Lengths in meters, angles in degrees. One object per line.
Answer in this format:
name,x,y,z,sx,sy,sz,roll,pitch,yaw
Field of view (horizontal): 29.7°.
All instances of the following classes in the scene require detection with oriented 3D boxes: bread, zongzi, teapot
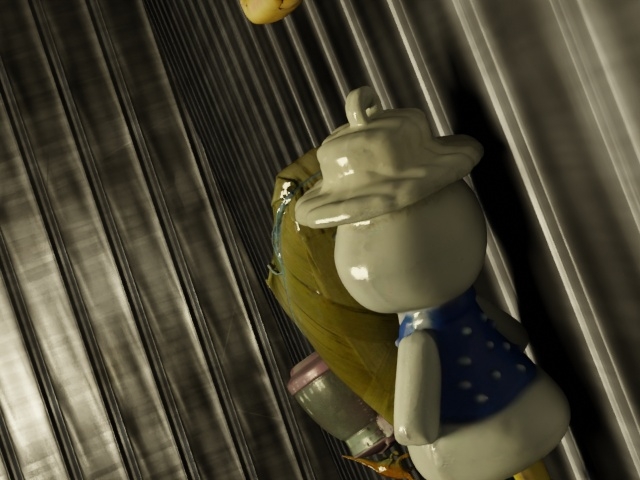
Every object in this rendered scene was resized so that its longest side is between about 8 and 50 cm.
bread,-0.036,-0.220,0.962,0.082,0.056,0.115,67,166,-1
zongzi,0.043,0.063,1.049,0.256,0.115,0.228,58,165,22
teapot,0.050,0.183,1.448,0.146,0.148,0.116,55,-153,7

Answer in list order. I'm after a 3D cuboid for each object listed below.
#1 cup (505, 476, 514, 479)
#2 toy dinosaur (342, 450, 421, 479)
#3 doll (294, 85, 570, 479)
cup,0.122,0.244,0.983,0.138,0.113,0.150,-178,64,-80
toy dinosaur,0.085,0.290,1.570,0.113,0.041,0.026,21,130,22
doll,0.072,0.046,0.728,0.119,0.138,0.293,-8,110,45
